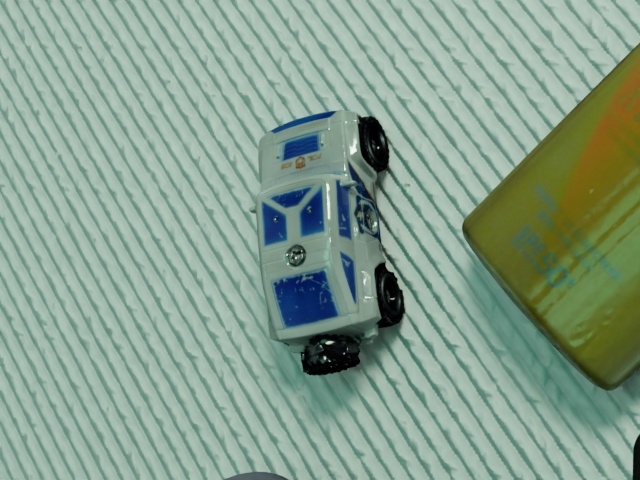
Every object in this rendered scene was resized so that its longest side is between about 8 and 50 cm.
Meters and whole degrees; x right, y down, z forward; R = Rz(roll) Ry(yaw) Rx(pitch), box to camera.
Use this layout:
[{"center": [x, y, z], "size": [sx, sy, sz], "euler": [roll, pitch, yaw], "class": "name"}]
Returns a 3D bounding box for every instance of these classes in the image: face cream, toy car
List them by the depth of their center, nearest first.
[{"center": [0.218, -0.059, 0.881], "size": [0.285, 0.067, 0.139], "euler": [-46, 62, 12], "class": "face cream"}, {"center": [0.000, 0.000, 0.993], "size": [0.080, 0.070, 0.171], "euler": [-13, 70, 26], "class": "toy car"}]

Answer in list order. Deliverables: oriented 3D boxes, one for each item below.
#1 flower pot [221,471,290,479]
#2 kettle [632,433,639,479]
[{"center": [-0.021, 0.264, 0.848], "size": [0.265, 0.265, 0.243], "euler": [-49, 46, 11], "class": "flower pot"}, {"center": [0.213, 0.244, 0.696], "size": [0.203, 0.262, 0.308], "euler": [-1, 78, 51], "class": "kettle"}]
